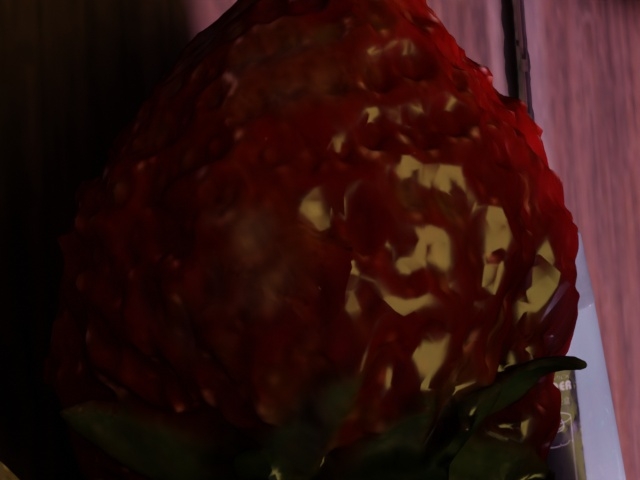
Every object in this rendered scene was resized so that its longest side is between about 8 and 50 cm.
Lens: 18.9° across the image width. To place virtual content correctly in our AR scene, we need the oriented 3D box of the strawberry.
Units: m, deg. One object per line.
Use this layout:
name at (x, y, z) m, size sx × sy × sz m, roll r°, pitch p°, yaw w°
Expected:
strawberry at (-0.005, 0.001, 0.428) m, size 0.131 × 0.131 × 0.148 m, roll 9°, pitch 51°, yaw -50°

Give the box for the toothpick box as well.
toothpick box at (0.056, 0.042, 0.542) m, size 0.052 × 0.052 × 0.083 m, roll -17°, pitch 97°, yaw -51°

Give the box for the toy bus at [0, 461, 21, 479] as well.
toy bus at (-0.096, 0.114, 0.296) m, size 0.091 × 0.103 × 0.182 m, roll 57°, pitch 44°, yaw -27°
